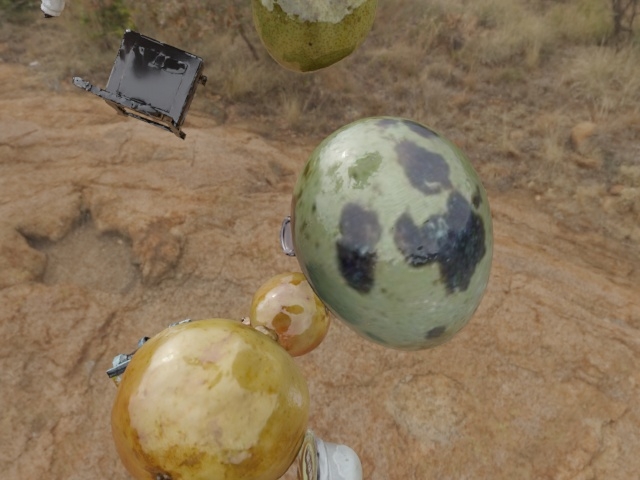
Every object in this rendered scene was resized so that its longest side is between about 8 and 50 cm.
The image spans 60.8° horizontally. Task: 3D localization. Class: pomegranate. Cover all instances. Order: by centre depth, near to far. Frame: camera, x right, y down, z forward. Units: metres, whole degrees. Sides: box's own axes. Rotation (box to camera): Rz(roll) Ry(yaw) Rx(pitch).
[{"bbox_3d":[-0.200,0.316,1.093,0.410,0.410,0.410,-4,42,3],"label":"pomegranate"},{"bbox_3d":[-0.108,0.223,1.606,0.271,0.229,0.252,-15,29,9],"label":"pomegranate"}]

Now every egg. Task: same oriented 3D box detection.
[{"bbox_3d":[0.126,-0.003,0.963,0.345,0.427,0.345,-14,17,4],"label":"egg"}]

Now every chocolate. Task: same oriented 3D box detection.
[{"bbox_3d":[0.025,0.575,1.327,0.147,0.221,0.221,14,40,-12],"label":"chocolate"}]

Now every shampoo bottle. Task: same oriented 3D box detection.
[{"bbox_3d":[0.000,0.000,1.725,0.084,0.129,0.323,-7,-8,33],"label":"shampoo bottle"}]

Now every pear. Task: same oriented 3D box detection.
[{"bbox_3d":[-0.009,-0.298,0.685,0.167,0.136,0.167,0,85,-5],"label":"pear"}]

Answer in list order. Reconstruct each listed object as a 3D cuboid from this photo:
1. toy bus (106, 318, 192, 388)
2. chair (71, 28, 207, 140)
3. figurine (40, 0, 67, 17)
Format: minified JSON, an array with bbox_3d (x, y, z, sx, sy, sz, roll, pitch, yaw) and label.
[{"bbox_3d":[-0.418,0.329,1.455,0.139,0.167,0.275,-26,6,13],"label":"toy bus"},{"bbox_3d":[-0.216,-0.202,0.688,0.106,0.113,0.229,19,-1,-9],"label":"chair"},{"bbox_3d":[-0.367,-0.439,0.810,0.112,0.229,0.137,12,41,-39],"label":"figurine"}]
